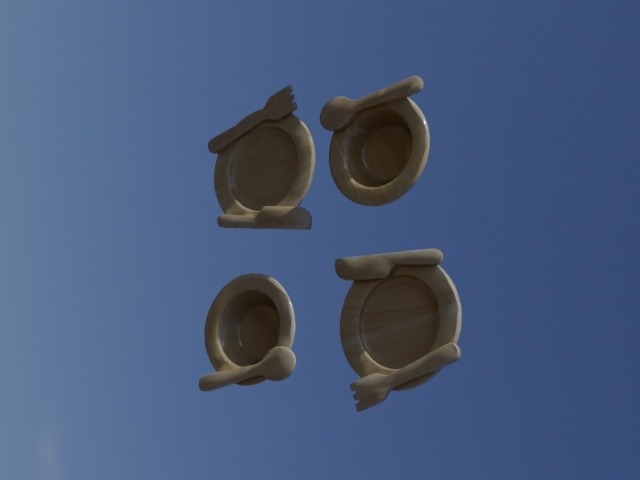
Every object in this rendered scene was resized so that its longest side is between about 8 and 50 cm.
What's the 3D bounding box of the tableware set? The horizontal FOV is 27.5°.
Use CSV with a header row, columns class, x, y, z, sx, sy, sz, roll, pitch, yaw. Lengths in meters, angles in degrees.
class,x,y,z,sx,sy,sz,roll,pitch,yaw
tableware set,0.000,0.000,0.629,0.141,0.020,0.169,-12,-107,33
